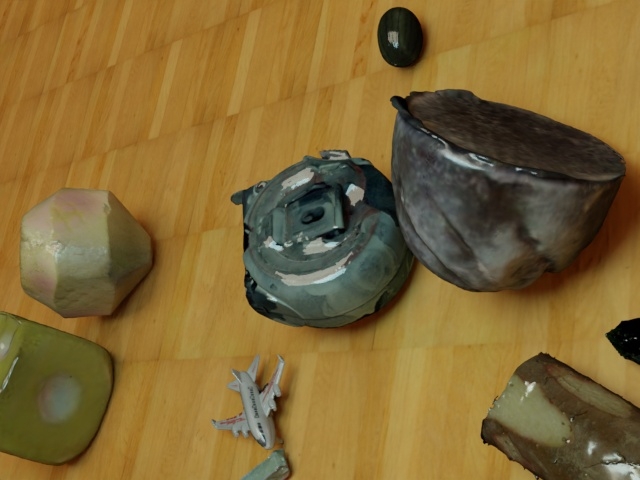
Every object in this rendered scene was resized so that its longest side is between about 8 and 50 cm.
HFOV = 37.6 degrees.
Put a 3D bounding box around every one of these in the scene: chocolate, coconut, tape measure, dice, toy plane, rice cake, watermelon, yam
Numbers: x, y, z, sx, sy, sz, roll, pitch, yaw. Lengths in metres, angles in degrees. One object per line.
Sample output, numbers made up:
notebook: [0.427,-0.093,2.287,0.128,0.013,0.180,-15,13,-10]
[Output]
chocolate: [0.213,-0.047,1.199,0.303,0.303,0.213,41,125,47]
coconut: [-0.444,0.023,1.805,0.259,0.259,0.259,-22,54,34]
tape measure: [0.000,0.000,1.401,0.275,0.147,0.256,-16,56,16]
dice: [-0.547,0.274,1.763,0.233,0.227,0.238,8,73,46]
toy plane: [-0.099,0.259,1.459,0.162,0.065,0.171,-45,46,15]
rice cake: [-0.121,0.392,1.431,0.211,0.034,0.043,-43,36,19]
watermelon: [0.131,-0.334,1.553,0.078,0.078,0.110,-22,59,35]
yam: [0.300,0.229,1.049,0.238,0.128,0.129,34,131,49]

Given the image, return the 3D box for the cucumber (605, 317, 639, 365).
cucumber: [0.438,0.122,1.015,0.300,0.072,0.072,4,71,45]
